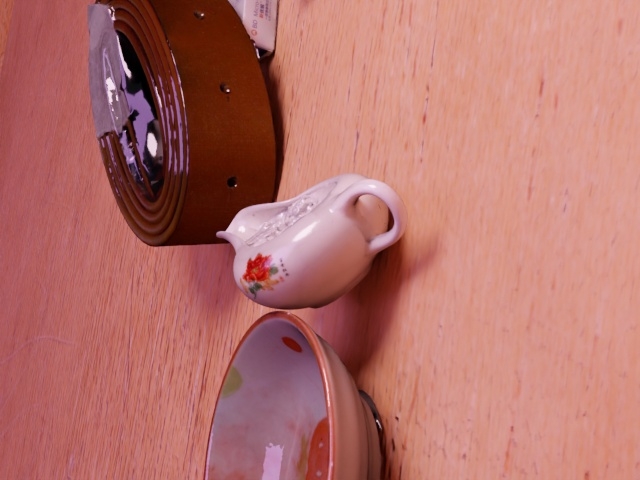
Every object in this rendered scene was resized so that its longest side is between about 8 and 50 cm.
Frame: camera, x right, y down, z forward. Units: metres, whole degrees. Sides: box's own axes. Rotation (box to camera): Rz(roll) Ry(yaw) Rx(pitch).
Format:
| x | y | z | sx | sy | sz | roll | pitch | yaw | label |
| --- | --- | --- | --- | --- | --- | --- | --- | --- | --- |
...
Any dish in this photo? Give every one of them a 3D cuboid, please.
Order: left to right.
| x | y | z | sx | sy | sz | roll | pitch | yaw | label |
| --- | --- | --- | --- | --- | --- | --- | --- | --- | --- |
| -0.014 | 0.191 | 1.000 | 0.260 | 0.085 | 0.260 | -171 | 90 | -66 | dish |

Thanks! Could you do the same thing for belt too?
| x | y | z | sx | sy | sz | roll | pitch | yaw | label |
| --- | --- | --- | --- | --- | --- | --- | --- | --- | --- |
| -0.159 | -0.150 | 1.345 | 0.217 | 0.122 | 0.339 | -51 | 51 | 45 | belt |

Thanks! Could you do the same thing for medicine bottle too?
| x | y | z | sx | sy | sz | roll | pitch | yaw | label |
| --- | --- | --- | --- | --- | --- | --- | --- | --- | --- |
| -0.110 | -0.270 | 1.449 | 0.201 | 0.052 | 0.171 | -24 | 58 | 59 | medicine bottle |

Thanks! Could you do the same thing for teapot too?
| x | y | z | sx | sy | sz | roll | pitch | yaw | label |
| --- | --- | --- | --- | --- | --- | --- | --- | --- | --- |
| 0.000 | 0.000 | 1.019 | 0.226 | 0.092 | 0.145 | -21 | 23 | 50 | teapot |
